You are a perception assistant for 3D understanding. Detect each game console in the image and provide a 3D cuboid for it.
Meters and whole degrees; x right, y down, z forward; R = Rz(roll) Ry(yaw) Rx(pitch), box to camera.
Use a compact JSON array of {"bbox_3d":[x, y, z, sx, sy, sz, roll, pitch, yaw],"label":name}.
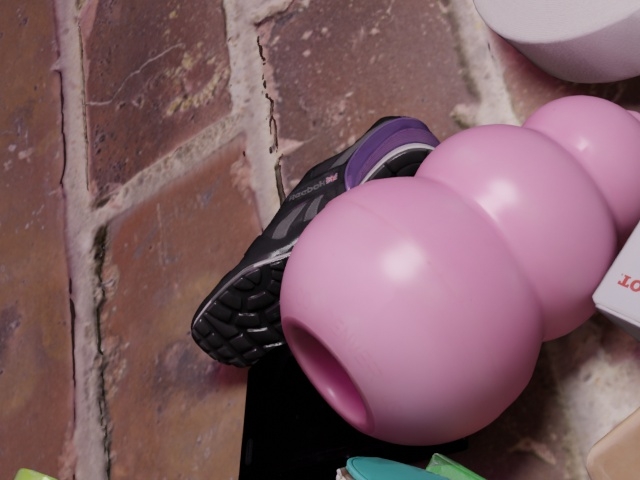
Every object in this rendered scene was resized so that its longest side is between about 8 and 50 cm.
[{"bbox_3d":[0.022,0.229,1.328,0.213,0.044,0.361,-19,52,31],"label":"game console"}]

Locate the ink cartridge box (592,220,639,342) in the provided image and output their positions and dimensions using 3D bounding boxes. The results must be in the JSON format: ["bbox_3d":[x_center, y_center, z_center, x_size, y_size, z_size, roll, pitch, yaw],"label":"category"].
[{"bbox_3d":[0.320,0.000,1.189,0.153,0.087,0.208,28,83,47],"label":"ink cartridge box"}]

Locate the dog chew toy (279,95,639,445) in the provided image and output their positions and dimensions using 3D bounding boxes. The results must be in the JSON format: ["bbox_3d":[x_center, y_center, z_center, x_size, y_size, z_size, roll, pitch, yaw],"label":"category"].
[{"bbox_3d":[0.132,0.007,1.259,0.332,0.207,0.206,-36,39,-18],"label":"dog chew toy"}]

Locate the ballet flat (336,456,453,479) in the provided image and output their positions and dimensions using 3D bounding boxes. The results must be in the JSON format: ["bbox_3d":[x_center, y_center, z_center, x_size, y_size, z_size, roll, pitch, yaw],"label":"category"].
[{"bbox_3d":[0.096,0.200,1.064,0.241,0.091,0.077,9,94,48],"label":"ballet flat"}]

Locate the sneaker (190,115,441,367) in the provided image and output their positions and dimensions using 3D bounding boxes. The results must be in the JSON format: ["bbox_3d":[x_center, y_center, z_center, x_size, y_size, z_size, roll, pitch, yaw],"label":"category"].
[{"bbox_3d":[0.000,0.000,1.481,0.283,0.107,0.124,-38,29,10],"label":"sneaker"}]

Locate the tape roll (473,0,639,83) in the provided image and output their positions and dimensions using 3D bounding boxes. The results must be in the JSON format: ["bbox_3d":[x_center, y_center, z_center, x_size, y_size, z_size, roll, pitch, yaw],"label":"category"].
[{"bbox_3d":[0.288,-0.310,1.379,0.392,0.072,0.392,-37,34,30],"label":"tape roll"}]

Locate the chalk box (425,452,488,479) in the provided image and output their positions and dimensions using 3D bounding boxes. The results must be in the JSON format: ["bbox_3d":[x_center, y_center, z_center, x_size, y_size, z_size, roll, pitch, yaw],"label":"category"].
[{"bbox_3d":[0.150,0.262,1.126,0.213,0.132,0.132,23,79,47],"label":"chalk box"}]

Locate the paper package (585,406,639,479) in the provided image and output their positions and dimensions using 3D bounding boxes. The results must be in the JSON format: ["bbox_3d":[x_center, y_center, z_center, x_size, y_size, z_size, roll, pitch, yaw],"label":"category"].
[{"bbox_3d":[0.363,0.156,0.897,0.309,0.168,0.325,-41,73,12],"label":"paper package"}]

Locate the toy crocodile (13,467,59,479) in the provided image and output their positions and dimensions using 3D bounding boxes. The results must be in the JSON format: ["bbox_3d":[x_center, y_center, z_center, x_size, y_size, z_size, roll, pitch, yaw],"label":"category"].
[{"bbox_3d":[-0.237,0.275,1.477,0.340,0.105,0.115,6,67,43],"label":"toy crocodile"}]
